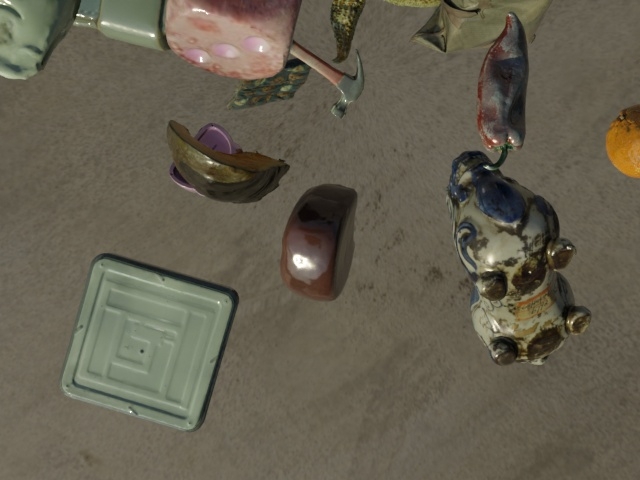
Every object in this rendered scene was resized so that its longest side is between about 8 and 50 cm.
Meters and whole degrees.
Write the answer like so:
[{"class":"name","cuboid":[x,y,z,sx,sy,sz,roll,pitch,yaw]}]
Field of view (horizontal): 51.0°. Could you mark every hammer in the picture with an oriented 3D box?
[{"class":"hammer","cuboid":[-0.050,-0.325,1.121,0.288,0.033,0.111,31,112,-14]}]

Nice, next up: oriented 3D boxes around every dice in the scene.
[{"class":"dice","cuboid":[-0.061,-0.180,0.496,0.093,0.091,0.094,13,78,-8]}]

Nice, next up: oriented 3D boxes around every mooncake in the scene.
[{"class":"mooncake","cuboid":[0.000,0.000,1.897,0.174,0.326,0.334,11,79,14]}]

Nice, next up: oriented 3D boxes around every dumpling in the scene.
[{"class":"dumpling","cuboid":[-0.328,-0.272,0.718,0.153,0.108,0.219,5,73,5]}]

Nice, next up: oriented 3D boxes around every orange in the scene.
[{"class":"orange","cuboid":[0.548,-0.171,1.131,0.117,0.135,0.135,16,105,-15]}]

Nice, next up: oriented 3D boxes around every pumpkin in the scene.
[{"class":"pumpkin","cuboid":[-0.191,-0.116,1.287,0.254,0.149,0.130,20,114,-19]}]

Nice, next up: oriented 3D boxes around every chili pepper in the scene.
[{"class":"chili pepper","cuboid":[0.172,-0.138,0.635,0.041,0.050,0.153,-6,76,41]}]

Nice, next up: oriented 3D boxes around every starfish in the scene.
[{"class":"starfish","cuboid":[0.083,-0.552,1.360,0.358,0.078,0.347,-41,73,-6]}]

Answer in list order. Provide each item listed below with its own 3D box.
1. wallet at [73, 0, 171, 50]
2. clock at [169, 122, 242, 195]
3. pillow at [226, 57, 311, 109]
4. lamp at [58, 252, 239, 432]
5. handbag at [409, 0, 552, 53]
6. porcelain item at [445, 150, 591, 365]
[{"class":"wallet","cuboid":[-0.228,-0.392,0.914,0.360,0.083,0.252,12,99,6]},{"class":"clock","cuboid":[-0.237,-0.162,1.420,0.110,0.050,0.152,37,80,4]},{"class":"pillow","cuboid":[-0.124,-0.384,1.663,0.189,0.255,0.034,-15,84,-18]},{"class":"lamp","cuboid":[-0.303,0.180,1.190,0.266,0.047,0.269,16,94,0]},{"class":"handbag","cuboid":[0.211,-0.319,0.809,0.182,0.270,0.117,-9,70,-4]},{"class":"porcelain item","cuboid":[0.233,0.030,0.859,0.138,0.186,0.288,-27,132,3]}]
